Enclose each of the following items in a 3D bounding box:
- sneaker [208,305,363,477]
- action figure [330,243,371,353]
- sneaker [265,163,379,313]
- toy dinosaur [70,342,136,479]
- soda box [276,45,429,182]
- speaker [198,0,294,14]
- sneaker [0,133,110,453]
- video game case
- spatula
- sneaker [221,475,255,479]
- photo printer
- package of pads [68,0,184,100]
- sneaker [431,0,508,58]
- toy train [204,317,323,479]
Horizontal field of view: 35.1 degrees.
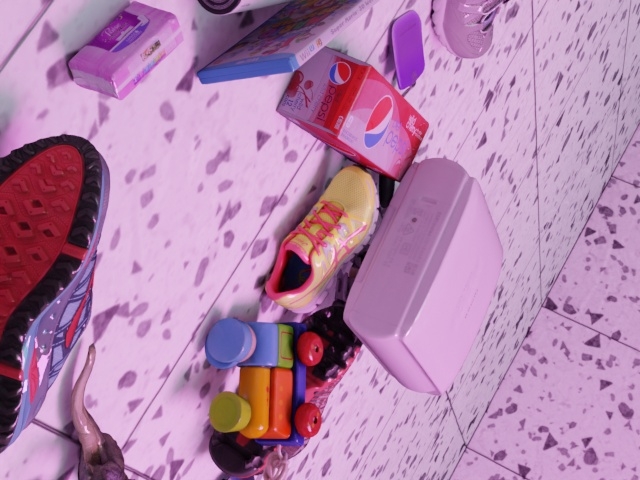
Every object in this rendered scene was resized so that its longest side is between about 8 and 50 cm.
[{"bbox_3d":[-0.035,0.206,1.364,0.276,0.098,0.135,-51,158,-12],"label":"sneaker"},{"bbox_3d":[0.079,0.049,1.482,0.285,0.099,0.185,-43,157,-36],"label":"action figure"},{"bbox_3d":[0.000,0.000,1.252,0.094,0.081,0.208,10,109,-63],"label":"sneaker"},{"bbox_3d":[-0.220,0.232,1.010,0.268,0.064,0.118,89,-4,-46],"label":"toy dinosaur"},{"bbox_3d":[0.047,-0.145,1.206,0.092,0.083,0.263,-65,158,2],"label":"soda box"},{"bbox_3d":[-0.054,-0.238,0.912,0.136,0.055,0.055,-31,141,-55],"label":"speaker"},{"bbox_3d":[-0.229,0.034,0.791,0.261,0.104,0.125,-65,176,13],"label":"sneaker"},{"bbox_3d":[-0.024,-0.196,0.950,0.166,0.119,0.015,-47,124,-38],"label":"video game case"},{"bbox_3d":[0.105,-0.169,1.380,0.084,0.030,0.296,-44,151,-46],"label":"spatula"},{"bbox_3d":[-0.131,0.360,1.401,0.144,0.059,0.053,-57,131,-61],"label":"sneaker"},{"bbox_3d":[0.153,0.066,1.374,0.256,0.107,0.307,-64,154,-16],"label":"photo printer"},{"bbox_3d":[-0.152,-0.148,0.792,0.083,0.050,0.032,-52,150,-27],"label":"package of pads"},{"bbox_3d":[0.220,-0.339,1.340,0.105,0.115,0.281,-54,156,-25],"label":"sneaker"},{"bbox_3d":[-0.077,0.215,1.201,0.143,0.105,0.248,21,67,-56],"label":"toy train"}]
